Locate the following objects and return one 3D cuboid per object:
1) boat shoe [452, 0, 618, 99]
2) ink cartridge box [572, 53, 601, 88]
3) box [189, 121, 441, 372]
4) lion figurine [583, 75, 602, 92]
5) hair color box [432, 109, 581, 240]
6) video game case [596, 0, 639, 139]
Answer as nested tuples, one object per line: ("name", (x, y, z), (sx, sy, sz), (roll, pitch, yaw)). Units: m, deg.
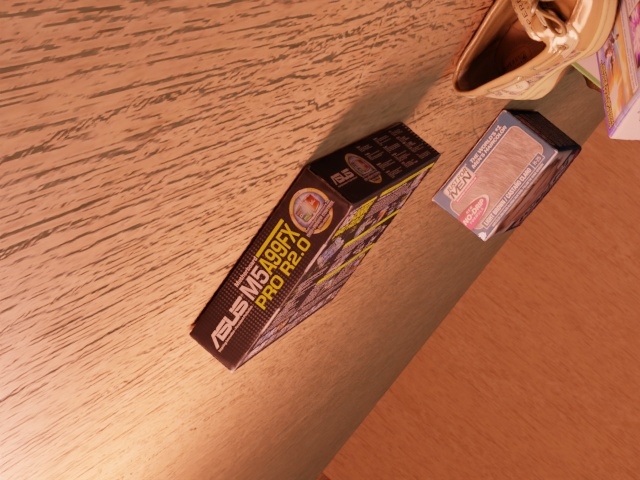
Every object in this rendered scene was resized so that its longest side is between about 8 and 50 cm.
("boat shoe", (0.215, -0.214, 1.588), (0.089, 0.105, 0.285), (-12, 159, -17))
("ink cartridge box", (0.343, -0.256, 1.869), (0.093, 0.160, 0.219), (-53, 170, 22))
("box", (0.000, 0.000, 1.576), (0.216, 0.060, 0.270), (-55, 170, 24))
("lion figurine", (0.528, -0.325, 2.672), (0.392, 0.142, 0.240), (-19, 159, -46))
("hair color box", (0.293, -0.104, 2.427), (0.174, 0.105, 0.347), (-52, 170, 13))
("video game case", (0.320, -0.269, 1.494), (0.244, 0.061, 0.270), (114, -25, -64))
